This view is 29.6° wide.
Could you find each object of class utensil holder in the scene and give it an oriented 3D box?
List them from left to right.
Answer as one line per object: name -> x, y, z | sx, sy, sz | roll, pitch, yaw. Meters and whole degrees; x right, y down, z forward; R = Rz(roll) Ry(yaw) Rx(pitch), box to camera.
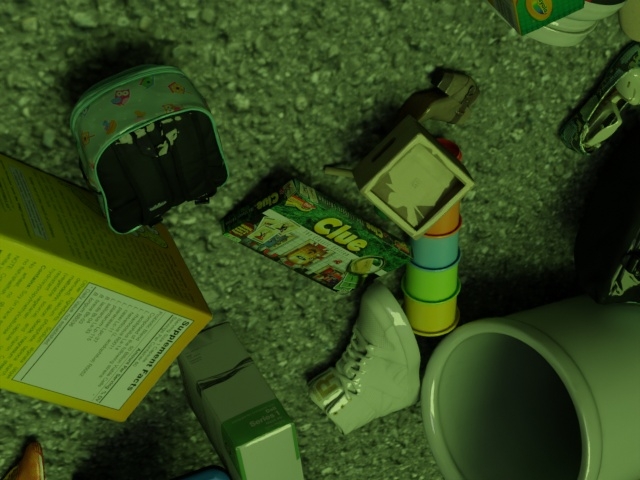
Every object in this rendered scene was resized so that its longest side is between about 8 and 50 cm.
utensil holder -> 0.408, 0.245, 1.920 | 0.386, 0.327, 0.327 | -13, 135, -40

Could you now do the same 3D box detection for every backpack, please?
backpack -> -0.201, -0.118, 1.389 | 0.166, 0.144, 0.188 | -23, 159, -9
backpack -> 0.578, -0.023, 1.888 | 0.356, 0.273, 0.290 | 13, 107, -21

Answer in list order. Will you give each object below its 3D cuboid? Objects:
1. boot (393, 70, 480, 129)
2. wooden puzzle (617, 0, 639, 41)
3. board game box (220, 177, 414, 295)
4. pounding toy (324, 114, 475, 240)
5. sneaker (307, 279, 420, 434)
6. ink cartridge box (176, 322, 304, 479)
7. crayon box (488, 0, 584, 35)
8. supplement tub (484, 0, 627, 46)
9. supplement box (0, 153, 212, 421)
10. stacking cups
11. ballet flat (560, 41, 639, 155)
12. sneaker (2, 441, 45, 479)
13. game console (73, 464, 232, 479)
boot -> 0.163, -0.176, 1.637 | 0.118, 0.042, 0.087 | -48, 137, 16
wooden puzzle -> 0.527, -0.457, 1.561 | 0.348, 0.080, 0.322 | -22, 130, -5
board game box -> 0.000, 0.000, 1.675 | 0.136, 0.030, 0.260 | -31, 141, 29
pounding toy -> 0.102, -0.084, 1.608 | 0.130, 0.100, 0.141 | 40, 105, -22
sneaker -> 0.059, 0.197, 1.865 | 0.169, 0.108, 0.292 | -26, 138, -13
ink cartridge box -> -0.117, 0.248, 1.727 | 0.093, 0.219, 0.160 | -23, 137, -16
crayon box -> 0.172, -0.365, 1.296 | 0.081, 0.278, 0.165 | -26, 137, -4
supplement tub -> 0.315, -0.380, 1.405 | 0.191, 0.191, 0.272 | 1, 141, -31
supplement box -> -0.340, 0.048, 1.429 | 0.357, 0.195, 0.194 | 26, 112, -42
stacking cups -> 0.159, -0.001, 1.759 | 0.096, 0.096, 0.316 | -18, 134, -16
ballet flat -> 0.427, -0.200, 1.756 | 0.070, 0.070, 0.188 | 16, 118, -39
sneaker -> -0.437, 0.363, 1.755 | 0.068, 0.064, 0.175 | 9, 121, -24
game console -> -0.210, 0.465, 1.793 | 0.250, 0.173, 0.293 | -20, 105, 0
